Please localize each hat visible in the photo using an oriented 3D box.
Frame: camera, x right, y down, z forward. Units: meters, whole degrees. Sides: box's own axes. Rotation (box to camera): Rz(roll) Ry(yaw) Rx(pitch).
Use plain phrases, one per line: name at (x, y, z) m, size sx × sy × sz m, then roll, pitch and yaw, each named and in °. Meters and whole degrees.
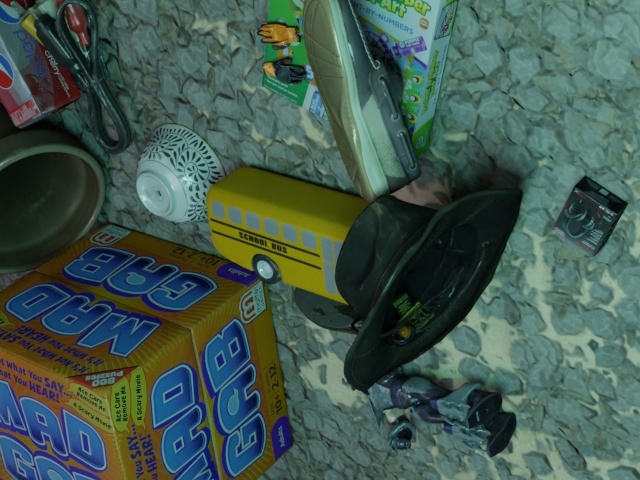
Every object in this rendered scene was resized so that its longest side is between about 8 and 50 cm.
hat at (0.104, 0.024, 1.535) m, size 0.134 × 0.331 × 0.331 m, roll 44°, pitch 140°, yaw 23°

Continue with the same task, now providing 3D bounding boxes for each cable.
cable at (-0.351, -0.273, 1.922) m, size 0.139 × 0.072 × 0.287 m, roll -20°, pitch 116°, yaw 30°

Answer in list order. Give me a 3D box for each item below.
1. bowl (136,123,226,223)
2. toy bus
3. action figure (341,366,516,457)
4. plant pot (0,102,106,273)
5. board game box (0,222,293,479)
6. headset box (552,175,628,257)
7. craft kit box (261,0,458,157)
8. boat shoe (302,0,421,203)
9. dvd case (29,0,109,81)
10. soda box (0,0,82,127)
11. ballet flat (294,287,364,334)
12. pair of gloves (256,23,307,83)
bowl at (-0.230, -0.087, 1.929) m, size 0.170 × 0.080 × 0.170 m, roll 23°, pitch 131°, yaw 30°
toy bus at (0.000, 0.000, 1.757) m, size 0.333 × 0.108 × 0.130 m, roll 17°, pitch 127°, yaw 35°
action figure at (0.135, 0.226, 1.803) m, size 0.285 × 0.099 × 0.185 m, roll 11°, pitch 134°, yaw 42°
plant pot at (-0.523, -0.114, 2.085) m, size 0.229 × 0.263 × 0.263 m, roll 48°, pitch 143°, yaw 35°
board game box at (-0.309, 0.239, 2.023) m, size 0.356 × 0.356 × 0.356 m, roll 16°, pitch 128°, yaw 35°
headset box at (0.320, -0.025, 1.499) m, size 0.062 × 0.032 × 0.083 m, roll 37°, pitch 136°, yaw 17°
craft kit box at (0.044, -0.255, 1.577) m, size 0.250 × 0.061 × 0.246 m, roll 29°, pitch 132°, yaw 24°
boat shoe at (0.054, -0.181, 1.509) m, size 0.103 × 0.092 × 0.285 m, roll 39°, pitch 150°, yaw 59°
dvd case at (-0.435, -0.331, 1.992) m, size 0.221 × 0.018 × 0.164 m, roll 6°, pitch 121°, yaw 41°
soda box at (-0.486, -0.315, 1.961) m, size 0.083 × 0.092 × 0.263 m, roll -19°, pitch 101°, yaw 44°
ballet flat at (0.069, 0.104, 1.804) m, size 0.250 × 0.084 × 0.058 m, roll 13°, pitch 169°, yaw 35°
pair of gloves at (-0.051, -0.242, 1.625) m, size 0.074 × 0.010 × 0.083 m, roll 13°, pitch 126°, yaw 37°
